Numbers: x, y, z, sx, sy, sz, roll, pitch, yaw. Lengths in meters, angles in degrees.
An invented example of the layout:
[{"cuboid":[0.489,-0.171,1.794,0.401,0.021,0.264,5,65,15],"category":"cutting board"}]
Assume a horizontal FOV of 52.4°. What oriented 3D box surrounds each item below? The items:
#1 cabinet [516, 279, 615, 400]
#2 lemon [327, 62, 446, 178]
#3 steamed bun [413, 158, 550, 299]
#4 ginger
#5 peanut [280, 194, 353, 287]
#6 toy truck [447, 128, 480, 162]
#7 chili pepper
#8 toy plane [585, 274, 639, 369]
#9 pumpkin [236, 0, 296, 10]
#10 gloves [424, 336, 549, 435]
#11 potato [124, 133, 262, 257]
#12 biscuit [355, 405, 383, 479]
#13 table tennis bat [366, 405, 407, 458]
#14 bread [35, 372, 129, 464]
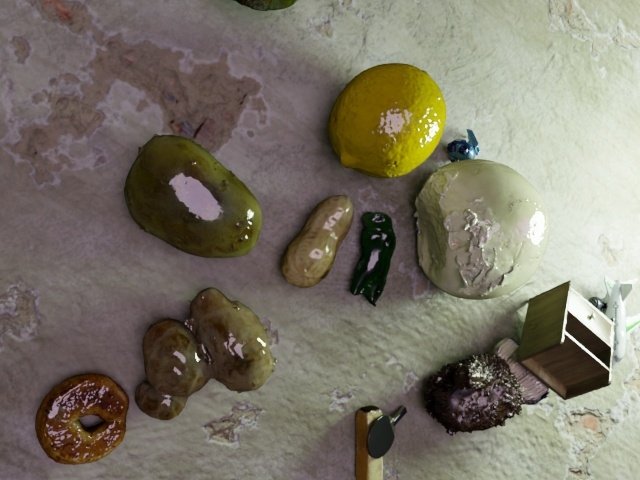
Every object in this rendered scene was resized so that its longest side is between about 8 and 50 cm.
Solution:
[{"cuboid":[0.620,0.245,1.625,0.175,0.148,0.215,39,47,-11],"category":"cabinet"},{"cuboid":[0.148,-0.264,1.442,0.268,0.267,0.267,0,91,-20],"category":"lemon"},{"cuboid":[0.401,-0.026,1.535,0.312,0.233,0.333,-16,106,-17],"category":"steamed bun"},{"cuboid":[-0.258,0.242,1.365,0.304,0.155,0.244,-22,106,-10],"category":"ginger"},{"cuboid":[0.000,0.000,1.459,0.110,0.120,0.236,31,85,21],"category":"peanut"},{"cuboid":[0.362,-0.235,1.616,0.090,0.073,0.056,-49,140,-23],"category":"toy truck"},{"cuboid":[0.128,0.044,1.539,0.098,0.061,0.224,9,86,-27],"category":"chili pepper"},{"cuboid":[0.795,0.223,1.769,0.251,0.101,0.255,7,93,-20],"category":"toy plane"},{"cuboid":[-0.126,-0.598,1.374,0.261,0.189,0.260,2,72,-6],"category":"pumpkin"},{"cuboid":[0.405,0.364,1.608,0.313,0.135,0.210,-27,104,-17],"category":"gloves"},{"cuboid":[-0.257,-0.077,1.335,0.307,0.173,0.210,34,78,-15],"category":"potato"},{"cuboid":[0.120,0.493,1.552,0.056,0.052,0.187,0,92,-36],"category":"biscuit"},{"cuboid":[0.158,0.450,1.546,0.158,0.014,0.095,-37,116,-41],"category":"table tennis bat"},{"cuboid":[-0.484,0.362,1.323,0.193,0.064,0.193,-1,93,-26],"category":"bread"}]
